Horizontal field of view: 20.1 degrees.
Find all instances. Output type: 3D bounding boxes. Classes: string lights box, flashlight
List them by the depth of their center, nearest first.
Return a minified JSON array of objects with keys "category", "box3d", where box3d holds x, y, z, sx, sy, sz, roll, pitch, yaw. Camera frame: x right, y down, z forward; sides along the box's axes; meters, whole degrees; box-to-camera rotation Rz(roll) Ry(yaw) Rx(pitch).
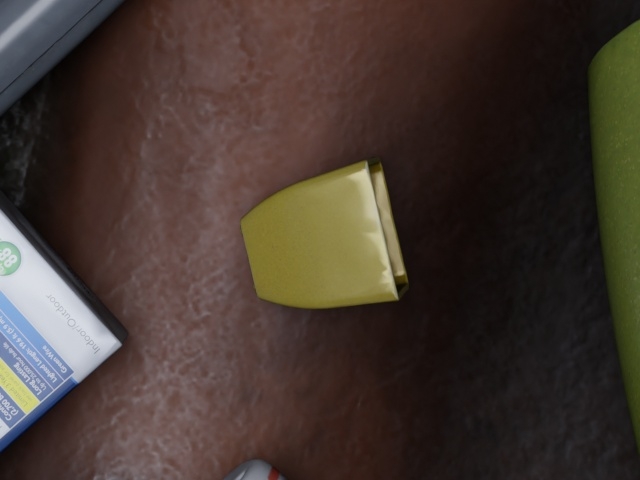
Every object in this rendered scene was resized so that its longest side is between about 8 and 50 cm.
[{"category":"flashlight","box3d":[-0.167,-0.145,1.030,0.304,0.103,0.103,-41,97,3]},{"category":"string lights box","box3d":[-0.251,0.094,1.037,0.260,0.077,0.133,-42,94,-1]}]

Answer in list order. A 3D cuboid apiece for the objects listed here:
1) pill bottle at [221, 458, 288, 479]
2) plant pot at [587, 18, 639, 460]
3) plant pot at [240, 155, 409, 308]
[{"category":"pill bottle","box3d":[-0.001,0.242,1.029,0.124,0.124,0.221,-44,92,-1]},{"category":"plant pot","box3d":[0.264,0.009,0.987,0.275,0.275,0.293,-22,77,-2]},{"category":"plant pot","box3d":[0.000,0.000,1.047,0.083,0.081,0.081,-12,92,8]}]
